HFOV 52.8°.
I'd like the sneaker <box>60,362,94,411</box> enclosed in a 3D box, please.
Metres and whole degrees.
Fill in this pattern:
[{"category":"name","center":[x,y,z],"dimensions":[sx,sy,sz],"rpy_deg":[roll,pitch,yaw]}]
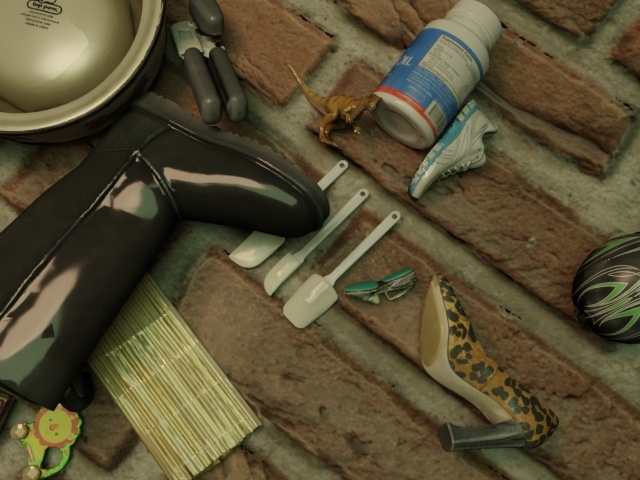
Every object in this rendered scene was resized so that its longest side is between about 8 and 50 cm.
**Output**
[{"category":"sneaker","center":[-0.434,0.179,0.943],"dimensions":[0.132,0.086,0.229],"rpy_deg":[-37,70,-2]}]

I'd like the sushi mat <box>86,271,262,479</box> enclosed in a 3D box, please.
[{"category":"sushi mat","center":[-0.239,0.196,0.956],"dimensions":[0.151,0.019,0.316],"rpy_deg":[-37,80,-16]}]

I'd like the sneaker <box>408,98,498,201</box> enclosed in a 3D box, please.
[{"category":"sneaker","center":[0.212,-0.129,1.009],"dimensions":[0.083,0.071,0.191],"rpy_deg":[38,81,2]}]

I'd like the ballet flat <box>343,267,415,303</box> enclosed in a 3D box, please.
[{"category":"ballet flat","center":[0.093,0.076,0.982],"dimensions":[0.114,0.041,0.041],"rpy_deg":[-16,79,-2]}]

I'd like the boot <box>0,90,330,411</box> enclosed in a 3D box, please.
[{"category":"boot","center":[-0.250,0.033,0.882],"dimensions":[0.367,0.146,0.445],"rpy_deg":[27,62,17]}]

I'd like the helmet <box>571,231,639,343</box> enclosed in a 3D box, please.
[{"category":"helmet","center":[0.451,0.067,0.919],"dimensions":[0.169,0.161,0.170],"rpy_deg":[0,78,0]}]

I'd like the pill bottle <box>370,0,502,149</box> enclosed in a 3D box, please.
[{"category":"pill bottle","center":[0.184,-0.263,1.007],"dimensions":[0.124,0.124,0.221],"rpy_deg":[36,80,7]}]

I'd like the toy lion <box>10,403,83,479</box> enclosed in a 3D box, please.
[{"category":"toy lion","center":[-0.393,0.288,0.941],"dimensions":[0.096,0.034,0.100],"rpy_deg":[-19,79,-12]}]

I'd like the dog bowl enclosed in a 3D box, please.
[{"category":"dog bowl","center":[-0.429,-0.332,1.008],"dimensions":[0.407,0.150,0.408],"rpy_deg":[0,78,1]}]

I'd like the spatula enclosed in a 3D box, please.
[{"category":"spatula","center":[0.000,0.000,1.009],"dimensions":[0.242,0.019,0.168],"rpy_deg":[-44,76,-9]}]

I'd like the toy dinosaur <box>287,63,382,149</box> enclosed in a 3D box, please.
[{"category":"toy dinosaur","center":[0.021,-0.207,1.021],"dimensions":[0.211,0.064,0.112],"rpy_deg":[22,98,43]}]

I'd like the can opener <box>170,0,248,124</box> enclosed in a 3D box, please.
[{"category":"can opener","center":[-0.172,-0.288,0.979],"dimensions":[0.075,0.095,0.283],"rpy_deg":[-8,44,-18]}]

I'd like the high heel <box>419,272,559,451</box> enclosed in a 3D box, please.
[{"category":"high heel","center":[0.248,0.175,0.951],"dimensions":[0.186,0.093,0.261],"rpy_deg":[2,69,-18]}]

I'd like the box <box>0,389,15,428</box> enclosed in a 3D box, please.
[{"category":"box","center":[-0.514,0.269,0.931],"dimensions":[0.093,0.027,0.137],"rpy_deg":[26,91,6]}]
